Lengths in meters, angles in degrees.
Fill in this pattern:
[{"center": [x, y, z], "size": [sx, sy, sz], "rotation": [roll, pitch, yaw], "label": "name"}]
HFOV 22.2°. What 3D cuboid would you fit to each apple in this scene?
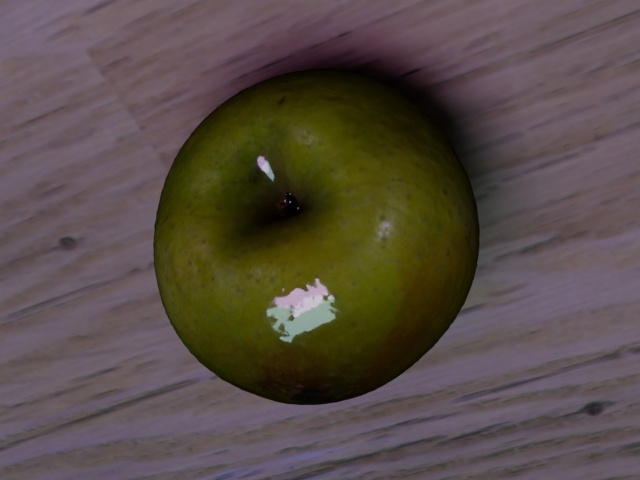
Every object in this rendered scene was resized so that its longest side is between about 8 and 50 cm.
[{"center": [0.000, 0.000, 0.945], "size": [0.196, 0.196, 0.157], "rotation": [-2, 158, 16], "label": "apple"}]
